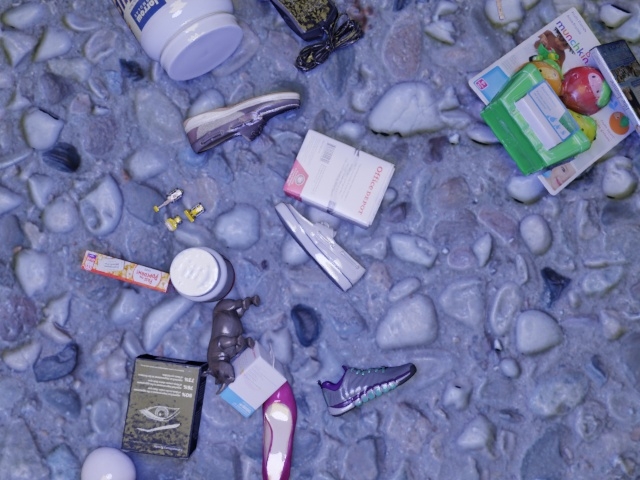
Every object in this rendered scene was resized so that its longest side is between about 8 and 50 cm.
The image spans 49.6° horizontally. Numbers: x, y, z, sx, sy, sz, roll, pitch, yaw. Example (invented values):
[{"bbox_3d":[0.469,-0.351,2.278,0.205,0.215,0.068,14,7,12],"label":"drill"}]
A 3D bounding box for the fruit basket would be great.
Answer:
[{"bbox_3d":[0.563,-0.328,1.592,0.353,0.165,0.327,-35,91,-10],"label":"fruit basket"}]

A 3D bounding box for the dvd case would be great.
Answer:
[{"bbox_3d":[0.730,-0.350,1.613,0.180,0.022,0.253,-24,83,-44],"label":"dvd case"}]

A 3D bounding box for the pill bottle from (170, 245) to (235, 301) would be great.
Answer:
[{"bbox_3d":[-0.259,0.076,1.524,0.121,0.221,0.121,0,84,0],"label":"pill bottle"}]

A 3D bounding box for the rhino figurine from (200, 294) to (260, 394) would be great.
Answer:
[{"bbox_3d":[-0.206,0.229,1.542,0.106,0.073,0.243,-12,52,27],"label":"rhino figurine"}]

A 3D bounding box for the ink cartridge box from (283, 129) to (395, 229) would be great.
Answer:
[{"bbox_3d":[0.044,-0.139,1.611,0.217,0.092,0.159,23,85,4],"label":"ink cartridge box"}]

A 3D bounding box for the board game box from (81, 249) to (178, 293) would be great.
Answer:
[{"bbox_3d":[-0.419,0.073,1.562,0.193,0.147,0.045,16,84,2],"label":"board game box"}]

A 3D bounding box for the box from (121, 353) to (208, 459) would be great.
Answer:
[{"bbox_3d":[-0.346,0.369,1.552,0.153,0.108,0.207,8,85,1],"label":"box"}]

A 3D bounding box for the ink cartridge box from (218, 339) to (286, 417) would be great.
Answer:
[{"bbox_3d":[-0.147,0.302,1.546,0.143,0.092,0.090,-43,110,3],"label":"ink cartridge box"}]

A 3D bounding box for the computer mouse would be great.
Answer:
[{"bbox_3d":[-0.045,-0.555,1.669,0.188,0.072,0.272,-35,98,-5],"label":"computer mouse"}]

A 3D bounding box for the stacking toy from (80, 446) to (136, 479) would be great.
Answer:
[{"bbox_3d":[-0.385,0.657,1.461,0.350,0.350,0.480,-36,69,-3],"label":"stacking toy"}]

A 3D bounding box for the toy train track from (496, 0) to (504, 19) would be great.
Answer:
[{"bbox_3d":[0.437,-0.582,1.694,0.048,0.014,0.083,-9,85,-1],"label":"toy train track"}]

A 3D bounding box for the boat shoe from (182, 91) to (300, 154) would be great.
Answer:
[{"bbox_3d":[-0.177,-0.275,1.624,0.285,0.103,0.092,-16,90,2],"label":"boat shoe"}]

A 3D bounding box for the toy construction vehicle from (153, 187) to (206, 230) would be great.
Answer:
[{"bbox_3d":[-0.333,-0.075,1.637,0.098,0.035,0.086,-37,96,-1],"label":"toy construction vehicle"}]

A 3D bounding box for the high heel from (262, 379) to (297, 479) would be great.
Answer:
[{"bbox_3d":[-0.098,0.426,1.541,0.082,0.117,0.244,6,84,1],"label":"high heel"}]

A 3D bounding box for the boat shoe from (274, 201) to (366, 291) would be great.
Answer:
[{"bbox_3d":[0.000,0.000,1.605,0.084,0.095,0.258,-42,96,-8],"label":"boat shoe"}]

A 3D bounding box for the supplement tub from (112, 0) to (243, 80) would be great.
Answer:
[{"bbox_3d":[-0.345,-0.556,1.580,0.235,0.235,0.325,-33,85,-3],"label":"supplement tub"}]

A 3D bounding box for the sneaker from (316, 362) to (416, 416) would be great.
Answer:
[{"bbox_3d":[0.104,0.312,1.573,0.223,0.083,0.098,-26,80,-2],"label":"sneaker"}]
